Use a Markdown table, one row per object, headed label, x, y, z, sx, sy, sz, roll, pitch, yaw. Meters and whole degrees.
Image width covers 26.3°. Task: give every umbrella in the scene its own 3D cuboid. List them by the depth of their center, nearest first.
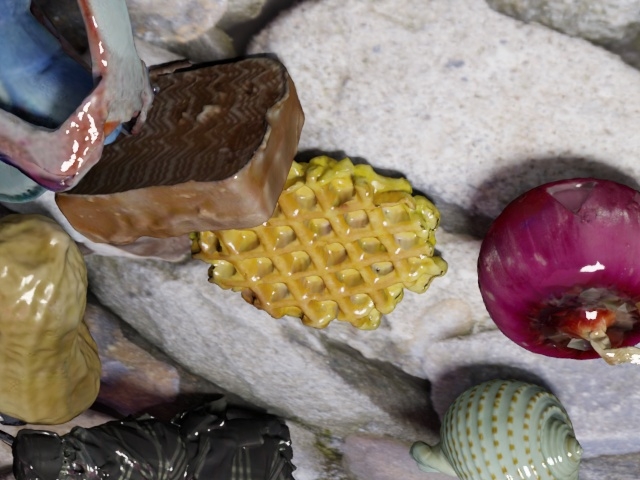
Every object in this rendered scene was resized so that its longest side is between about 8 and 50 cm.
| label | x | y | z | sx | sy | sz | roll | pitch | yaw |
| --- | --- | --- | --- | --- | --- | --- | --- | --- | --- |
| umbrella | -0.185 | 0.266 | 1.544 | 0.336 | 0.154 | 0.128 | -6 | 163 | -36 |

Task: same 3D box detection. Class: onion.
| label | x | y | z | sx | sy | sz | roll | pitch | yaw |
| --- | --- | --- | --- | --- | --- | --- | --- | --- | --- |
| onion | 0.223 | 0.028 | 1.181 | 0.177 | 0.153 | 0.177 | 21 | 146 | 15 |

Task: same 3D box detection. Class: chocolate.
| label | x | y | z | sx | sy | sz | roll | pitch | yaw |
| --- | --- | --- | --- | --- | --- | --- | --- | --- | --- |
| chocolate | -0.113 | -0.073 | 1.182 | 0.214 | 0.148 | 0.093 | -2 | 144 | 26 |

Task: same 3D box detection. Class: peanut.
| label | x | y | z | sx | sy | sz | roll | pitch | yaw |
| --- | --- | --- | --- | --- | --- | --- | --- | --- | --- |
| peanut | -0.316 | 0.093 | 1.449 | 0.159 | 0.143 | 0.291 | -21 | 147 | -18 |

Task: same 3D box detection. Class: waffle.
| label | x | y | z | sx | sy | sz | roll | pitch | yaw |
| --- | --- | --- | --- | --- | --- | --- | --- | --- | --- |
| waffle | 0.000 | 0.000 | 1.310 | 0.243 | 0.059 | 0.238 | 20 | 139 | -9 |

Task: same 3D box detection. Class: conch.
| label | x | y | z | sx | sy | sz | roll | pitch | yaw |
| --- | --- | --- | --- | --- | --- | --- | --- | --- | --- |
| conch | 0.194 | 0.207 | 1.431 | 0.200 | 0.131 | 0.172 | 19 | 180 | 45 |

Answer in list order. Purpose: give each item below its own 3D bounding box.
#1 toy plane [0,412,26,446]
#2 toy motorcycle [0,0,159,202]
| label | x | y | z | sx | sy | sz | roll | pitch | yaw |
| --- | --- | --- | --- | --- | --- | --- | --- | --- | --- |
| toy plane | -0.422 | 0.180 | 1.665 | 0.197 | 0.078 | 0.053 | 30 | 145 | 6 |
| toy motorcycle | -0.266 | -0.193 | 1.092 | 0.241 | 0.182 | 0.319 | -38 | 100 | 7 |
